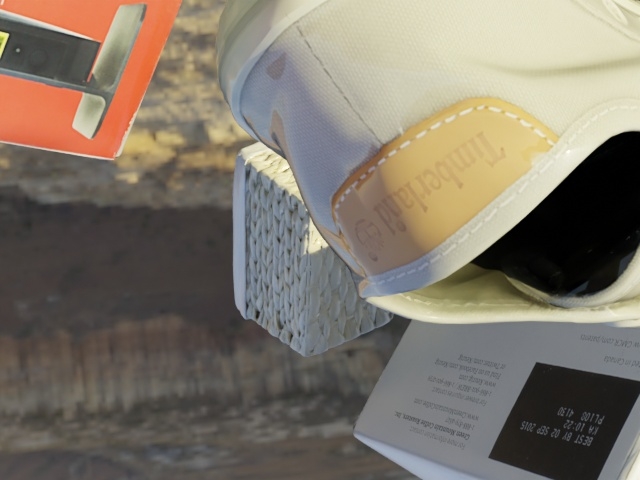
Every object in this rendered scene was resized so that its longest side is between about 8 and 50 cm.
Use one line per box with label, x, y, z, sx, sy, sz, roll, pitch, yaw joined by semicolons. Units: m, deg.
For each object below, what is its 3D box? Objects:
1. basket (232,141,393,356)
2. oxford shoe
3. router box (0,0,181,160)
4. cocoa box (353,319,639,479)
basket;0.000;0.000;1.145;0.113;0.167;0.103;-21;-139;-32
oxford shoe;0.136;-0.026;0.584;0.169;0.130;0.449;-39;155;30
router box;-0.245;-0.155;0.439;0.301;0.082;0.335;8;-155;-41
cocoa box;0.227;0.116;0.952;0.228;0.231;0.347;33;169;-20
